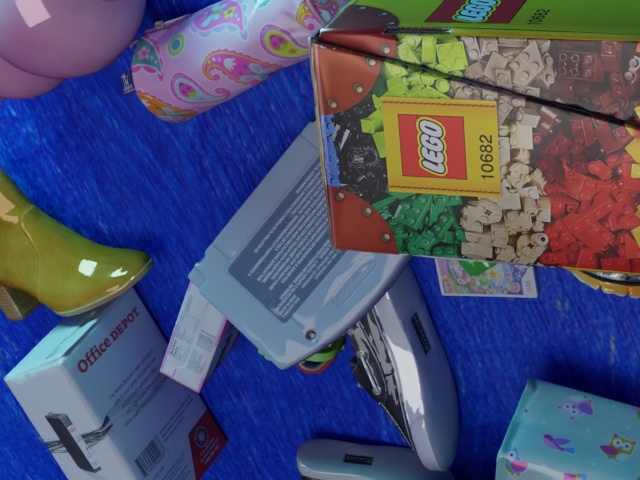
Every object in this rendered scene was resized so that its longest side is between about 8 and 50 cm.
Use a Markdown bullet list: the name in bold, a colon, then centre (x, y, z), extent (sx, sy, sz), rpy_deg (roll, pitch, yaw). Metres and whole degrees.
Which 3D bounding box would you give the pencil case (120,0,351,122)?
- **pencil case**: centre (-0.091, -0.230, 1.680), extent (0.284, 0.124, 0.124), rpy_deg (-20, 109, 35)

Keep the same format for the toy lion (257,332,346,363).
- **toy lion**: centre (-0.026, 0.127, 1.856), extent (0.100, 0.096, 0.034), rpy_deg (18, 126, 15)

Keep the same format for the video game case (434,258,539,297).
- **video game case**: centre (0.195, 0.028, 1.765), extent (0.122, 0.011, 0.087), rpy_deg (0, 119, 25)

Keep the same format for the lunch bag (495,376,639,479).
- **lunch bag**: centre (0.326, 0.313, 1.778), extent (0.223, 0.160, 0.262), rpy_deg (14, 138, 17)

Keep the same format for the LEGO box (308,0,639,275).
- **LEGO box**: centre (0.256, -0.171, 1.298), extent (0.373, 0.500, 0.193), rpy_deg (5, 118, 21)

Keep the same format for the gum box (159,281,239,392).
- **gum box**: centre (-0.138, 0.098, 1.909), extent (0.062, 0.107, 0.188), rpy_deg (29, 127, 8)

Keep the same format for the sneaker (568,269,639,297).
- **sneaker**: centre (0.375, 0.021, 1.639), extent (0.215, 0.084, 0.083), rpy_deg (9, 107, 18)

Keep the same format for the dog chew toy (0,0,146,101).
- **dog chew toy**: centre (-0.354, -0.262, 1.745), extent (0.332, 0.206, 0.206), rpy_deg (-25, 106, 43)

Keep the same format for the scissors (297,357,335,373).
- **scissors**: centre (0.014, 0.053, 1.867), extent (0.109, 0.021, 0.297), rpy_deg (34, 127, 6)

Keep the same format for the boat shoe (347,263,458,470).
- **boat shoe**: centre (0.087, 0.151, 1.834), extent (0.102, 0.108, 0.301), rpy_deg (-9, 112, 30)

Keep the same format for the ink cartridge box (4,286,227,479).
- **ink cartridge box**: centre (-0.271, 0.229, 1.997), extent (0.114, 0.197, 0.273), rpy_deg (-17, 110, 33)

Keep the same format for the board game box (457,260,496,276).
- **board game box**: centre (0.232, -0.078, 1.624), extent (0.259, 0.039, 0.124), rpy_deg (-37, 99, 17)

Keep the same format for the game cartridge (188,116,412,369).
- **game cartridge**: centre (0.000, 0.000, 1.741), extent (0.196, 0.060, 0.294), rpy_deg (44, 107, 14)

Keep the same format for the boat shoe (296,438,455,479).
- **boat shoe**: centre (0.075, 0.317, 1.966), extent (0.219, 0.078, 0.070), rpy_deg (10, 135, 21)

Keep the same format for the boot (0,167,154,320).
- **boot**: centre (-0.375, -0.007, 1.963), extent (0.295, 0.104, 0.211), rpy_deg (-13, 113, 36)
